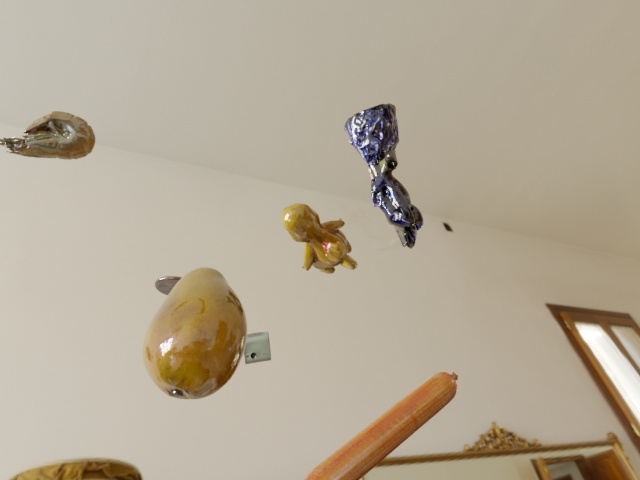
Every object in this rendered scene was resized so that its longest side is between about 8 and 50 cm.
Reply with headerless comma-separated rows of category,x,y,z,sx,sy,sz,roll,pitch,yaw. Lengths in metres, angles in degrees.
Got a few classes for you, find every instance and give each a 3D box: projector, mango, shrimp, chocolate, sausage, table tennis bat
projector,-0.200,0.337,1.307,0.082,0.083,0.083,-7,0,-7
mango,-0.132,0.094,0.439,0.111,0.163,0.089,-45,-62,-6
shrimp,-0.335,-0.130,0.509,0.108,0.023,0.059,3,-88,-15
chocolate,0.147,-0.143,0.937,0.126,0.344,0.148,-10,-15,-7
sausage,0.108,0.307,0.666,0.347,0.053,0.053,-24,-34,-30
table tennis bat,-0.328,0.083,1.068,0.169,0.119,0.107,17,-36,-23

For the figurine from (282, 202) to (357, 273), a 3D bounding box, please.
figurine,0.001,0.000,0.753,0.121,0.122,0.176,-51,-55,-4
